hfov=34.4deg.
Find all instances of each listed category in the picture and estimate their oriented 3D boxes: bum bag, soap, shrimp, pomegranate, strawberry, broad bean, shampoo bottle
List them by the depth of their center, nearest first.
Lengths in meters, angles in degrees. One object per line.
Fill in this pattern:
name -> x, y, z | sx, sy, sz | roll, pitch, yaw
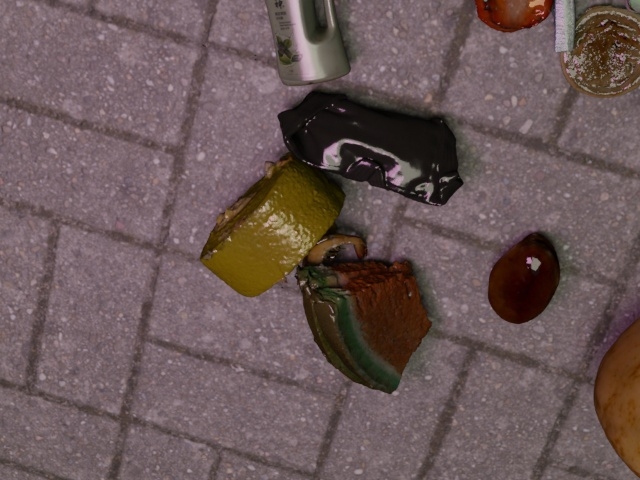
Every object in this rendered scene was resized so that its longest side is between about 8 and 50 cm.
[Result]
strawberry -> 0.296, -0.410, 1.574 | 0.121, 0.082, 0.188 | 4, 107, -14
shampoo bottle -> -0.030, -0.369, 1.635 | 0.118, 0.087, 0.234 | -6, 113, 16
pomegranate -> 0.628, 0.261, 1.686 | 0.343, 0.342, 0.342 | 4, 115, 8
bum bag -> 0.085, -0.161, 1.708 | 0.327, 0.079, 0.142 | 19, 81, 2
broad bean -> 0.350, 0.071, 1.782 | 0.114, 0.084, 0.165 | 37, 123, 10
shrimp -> 0.021, 0.039, 1.838 | 0.124, 0.034, 0.178 | -10, 144, -17
soap -> 0.000, 0.000, 1.843 | 0.034, 0.012, 0.089 | 28, 116, -5

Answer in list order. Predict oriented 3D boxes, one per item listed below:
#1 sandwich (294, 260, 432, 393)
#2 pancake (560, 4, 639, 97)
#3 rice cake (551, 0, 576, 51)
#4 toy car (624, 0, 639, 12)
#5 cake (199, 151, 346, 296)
sandwich -> 0.088, 0.147, 1.812 | 0.212, 0.109, 0.292 | -23, 118, -20
pancake -> 0.448, -0.295, 1.621 | 0.152, 0.025, 0.151 | 6, 114, 14
rice cake -> 0.369, -0.379, 1.584 | 0.042, 0.030, 0.180 | 1, 108, 20
toy car -> 0.568, -0.384, 1.534 | 0.224, 0.076, 0.090 | -1, 113, 10
cake -> -0.090, -0.020, 1.756 | 0.156, 0.179, 0.260 | 41, 113, -9
